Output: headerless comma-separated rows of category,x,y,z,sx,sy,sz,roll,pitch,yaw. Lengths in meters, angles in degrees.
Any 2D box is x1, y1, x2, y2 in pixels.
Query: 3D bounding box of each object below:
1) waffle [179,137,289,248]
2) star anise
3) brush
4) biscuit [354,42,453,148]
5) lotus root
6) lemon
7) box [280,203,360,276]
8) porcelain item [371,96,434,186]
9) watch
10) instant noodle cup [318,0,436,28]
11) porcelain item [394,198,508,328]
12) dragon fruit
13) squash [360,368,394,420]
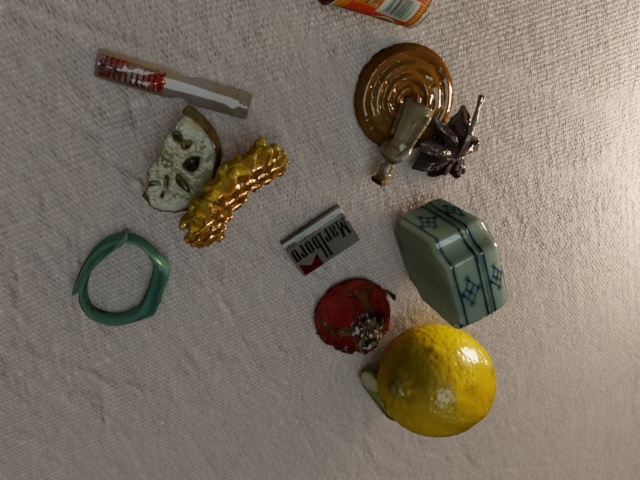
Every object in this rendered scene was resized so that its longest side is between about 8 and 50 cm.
waffle,-0.193,-0.102,1.118,0.069,0.260,0.293,42,92,6
star anise,0.331,-0.242,1.285,0.209,0.089,0.231,-22,145,-25
brush,-0.300,-0.323,1.084,0.321,0.050,0.060,11,105,-23
biscuit,0.205,-0.339,1.245,0.262,0.037,0.262,-7,115,-15
lotus root,-0.289,-0.161,1.115,0.138,0.119,0.235,21,104,-20
lemon,0.324,0.388,1.453,0.336,0.336,0.336,-7,115,-15
box,0.000,0.000,1.326,0.177,0.036,0.115,-33,119,-2
porcelain item,0.189,-0.227,1.232,0.054,0.084,0.213,1,121,-49
watch,-0.457,0.089,1.204,0.195,0.068,0.237,18,110,-22
instant noodle cup,0.127,-0.541,1.063,0.212,0.193,0.193,11,109,-30
porcelain item,0.332,0.055,1.318,0.157,0.286,0.281,-25,116,-9
dragon fruit,0.107,0.227,1.396,0.223,0.148,0.218,16,106,-24
squash,0.190,0.470,1.575,0.069,0.069,0.239,-34,119,-1
